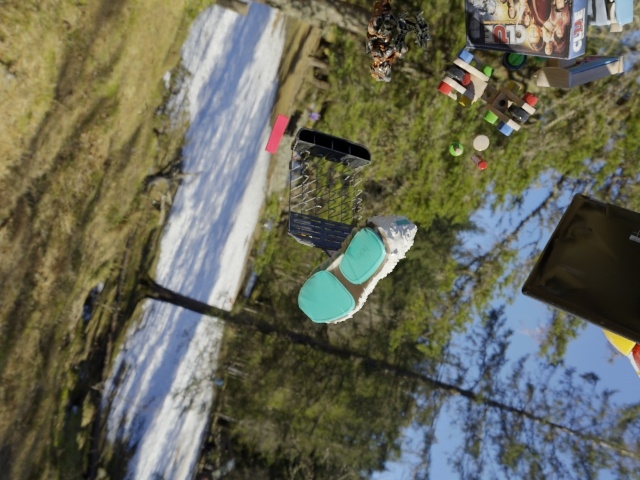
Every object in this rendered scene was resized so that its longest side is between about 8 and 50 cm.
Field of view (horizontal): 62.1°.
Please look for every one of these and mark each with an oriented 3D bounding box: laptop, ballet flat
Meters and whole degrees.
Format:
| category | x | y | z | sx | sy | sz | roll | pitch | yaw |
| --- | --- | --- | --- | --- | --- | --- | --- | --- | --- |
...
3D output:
| category | x | y | z | sx | sy | sz | roll | pitch | yaw |
| --- | --- | --- | --- | --- | --- | --- | --- | --- | --- |
| laptop | 0.620 | 0.090 | 0.979 | 0.408 | 0.381 | 0.236 | -49 | 148 | -27 |
| ballet flat | 0.087 | 0.069 | 1.200 | 0.409 | 0.147 | 0.147 | -48 | -161 | 51 |

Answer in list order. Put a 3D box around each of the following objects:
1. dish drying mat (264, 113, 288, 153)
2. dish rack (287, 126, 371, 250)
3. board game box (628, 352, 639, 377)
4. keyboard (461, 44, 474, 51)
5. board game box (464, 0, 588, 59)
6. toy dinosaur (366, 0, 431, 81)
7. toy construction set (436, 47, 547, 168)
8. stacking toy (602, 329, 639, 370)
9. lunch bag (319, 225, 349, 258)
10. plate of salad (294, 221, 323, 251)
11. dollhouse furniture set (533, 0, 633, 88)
| category | x | y | z | sx | sy | sz | roll | pitch | yaw |
| --- | --- | --- | --- | --- | --- | --- | --- | --- | --- |
| dish drying mat | -0.094 | -0.228 | 1.137 | 0.032 | 0.008 | 0.083 | 12 | 103 | -50 |
| dish rack | 0.017 | -0.115 | 1.273 | 0.074 | 0.208 | 0.272 | -27 | -124 | 58 |
| board game box | 0.879 | 0.219 | 1.368 | 0.142 | 0.144 | 0.275 | -31 | 177 | 40 |
| keyboard | 0.524 | -0.661 | 1.721 | 0.180 | 0.023 | 0.108 | -38 | 177 | -19 |
| board game box | 0.358 | -0.423 | 0.950 | 0.243 | 0.042 | 0.165 | 36 | -35 | 52 |
| toy dinosaur | 0.219 | -0.683 | 1.735 | 0.164 | 0.218 | 0.322 | -40 | 133 | -20 |
| toy construction set | 0.426 | -0.367 | 1.431 | 0.237 | 0.257 | 0.309 | -74 | 171 | -71 |
| stacking toy | 0.675 | 0.142 | 1.024 | 0.350 | 0.480 | 0.351 | -33 | 145 | -28 |
| lunch bag | 0.079 | 0.050 | 1.460 | 0.096 | 0.129 | 0.151 | -44 | -135 | 9 |
| plate of salad | 0.000 | 0.000 | 1.628 | 0.048 | 0.199 | 0.200 | -60 | 180 | 7 |
| dollhouse furniture set | 0.736 | -0.638 | 1.588 | 0.286 | 0.198 | 0.304 | -136 | -150 | -62 |
